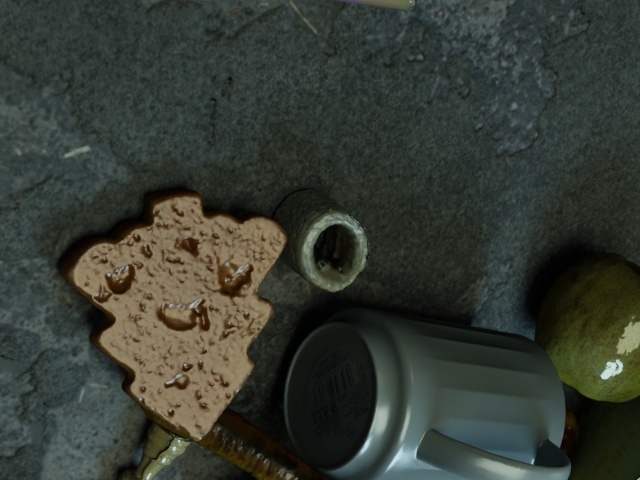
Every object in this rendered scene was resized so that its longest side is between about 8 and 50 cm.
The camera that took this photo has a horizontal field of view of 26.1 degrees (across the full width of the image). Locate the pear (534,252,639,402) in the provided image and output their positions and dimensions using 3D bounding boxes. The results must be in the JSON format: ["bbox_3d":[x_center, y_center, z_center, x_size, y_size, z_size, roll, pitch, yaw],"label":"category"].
[{"bbox_3d":[0.432,0.123,2.031,0.228,0.188,0.211,9,121,-37],"label":"pear"}]

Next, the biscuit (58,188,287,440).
[{"bbox_3d":[-0.169,0.092,1.665,0.283,0.043,0.306,-7,100,-24],"label":"biscuit"}]

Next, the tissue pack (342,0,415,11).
[{"bbox_3d":[0.005,-0.379,1.539,0.256,0.123,0.215,4,112,-28],"label":"tissue pack"}]

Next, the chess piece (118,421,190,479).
[{"bbox_3d":[-0.232,0.310,1.769,0.060,0.060,0.172,28,97,-40],"label":"chess piece"}]

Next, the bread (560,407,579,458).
[{"bbox_3d":[0.325,0.336,2.154,0.193,0.064,0.193,-21,127,-30],"label":"bread"}]

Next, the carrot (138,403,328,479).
[{"bbox_3d":[-0.085,0.266,1.734,0.314,0.066,0.066,32,94,-2],"label":"carrot"}]

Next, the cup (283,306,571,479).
[{"bbox_3d":[0.156,0.239,1.822,0.326,0.323,0.237,12,106,-39],"label":"cup"}]

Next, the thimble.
[{"bbox_3d":[0.000,0.000,1.745,0.102,0.090,0.115,-47,129,-5],"label":"thimble"}]

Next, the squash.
[{"bbox_3d":[0.493,0.274,2.119,0.210,0.233,0.309,-3,105,-9],"label":"squash"}]
